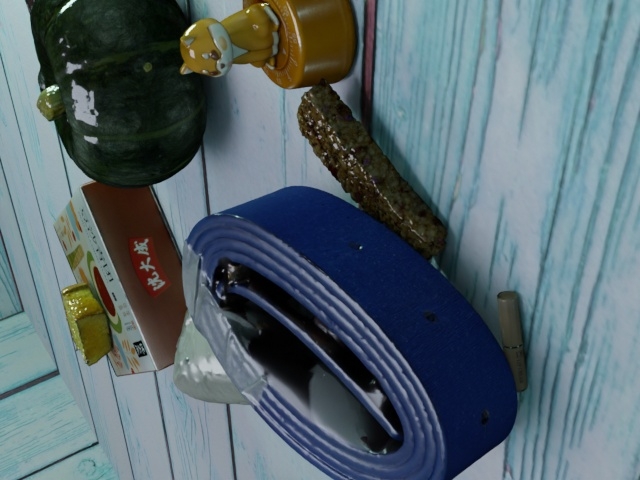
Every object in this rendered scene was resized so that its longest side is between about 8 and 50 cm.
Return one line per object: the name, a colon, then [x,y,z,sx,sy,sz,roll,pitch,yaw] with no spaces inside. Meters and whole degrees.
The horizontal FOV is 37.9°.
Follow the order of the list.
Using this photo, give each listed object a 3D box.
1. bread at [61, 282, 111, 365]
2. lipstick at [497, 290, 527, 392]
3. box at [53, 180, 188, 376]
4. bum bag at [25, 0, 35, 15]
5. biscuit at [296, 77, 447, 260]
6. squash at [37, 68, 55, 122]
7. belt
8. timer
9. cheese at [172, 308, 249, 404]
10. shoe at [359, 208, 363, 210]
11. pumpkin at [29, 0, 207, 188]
bread: [-0.452,0.165,1.798,0.103,0.065,0.187,45,147,36]
lipstick: [0.167,0.088,0.810,0.019,0.019,0.094,28,135,55]
box: [-0.366,0.073,1.766,0.345,0.122,0.385,67,156,0]
bum bag: [-0.568,-0.475,1.839,0.109,0.026,0.159,28,141,55]
biscuit: [0.046,-0.060,0.882,0.199,0.034,0.064,53,156,11]
squash: [-0.354,-0.228,1.453,0.193,0.156,0.193,35,158,16]
belt: [0.017,0.092,0.881,0.347,0.117,0.212,38,133,28]
timer: [-0.063,-0.192,0.879,0.132,0.152,0.132,45,148,40]
cheese: [-0.067,0.104,1.104,0.154,0.198,0.189,44,-132,-61]
shoe: [0.000,0.000,1.011,0.195,0.078,0.079,-3,108,39]
pumpkin: [-0.273,-0.215,1.226,0.300,0.207,0.300,164,90,-73]
